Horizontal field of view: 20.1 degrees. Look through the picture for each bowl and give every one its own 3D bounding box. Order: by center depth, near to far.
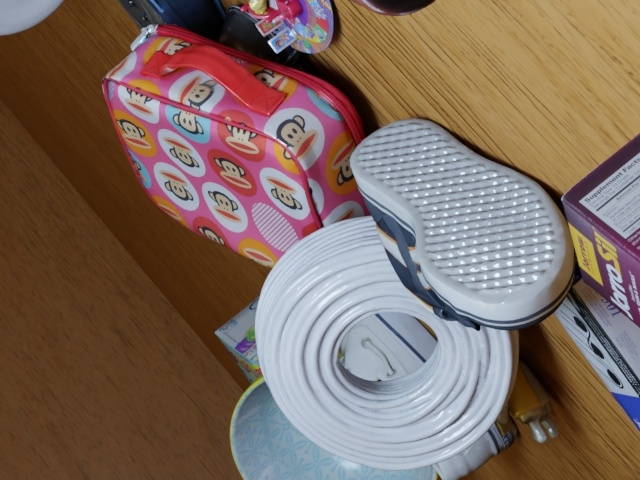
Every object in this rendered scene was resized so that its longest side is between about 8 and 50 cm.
[{"bbox_3d":[0.036,0.250,2.464,0.289,0.289,0.156,56,-149,-18],"label":"bowl"}]

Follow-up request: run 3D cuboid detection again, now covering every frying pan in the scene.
[{"bbox_3d":[-0.026,-0.155,1.847,0.197,0.053,0.326,53,171,-15],"label":"frying pan"}]

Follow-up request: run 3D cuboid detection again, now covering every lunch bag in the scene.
[{"bbox_3d":[-0.083,-0.099,1.816,0.293,0.120,0.258,23,151,34],"label":"lunch bag"}]

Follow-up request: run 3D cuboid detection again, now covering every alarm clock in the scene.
[{"bbox_3d":[-0.194,-0.278,2.087,0.129,0.064,0.192,42,168,40],"label":"alarm clock"}]

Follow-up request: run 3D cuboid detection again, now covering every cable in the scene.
[{"bbox_3d":[0.064,0.102,1.746,0.089,0.257,0.257,-90,0,-65],"label":"cable"},{"bbox_3d":[0.160,0.084,1.881,0.139,0.072,0.287,-16,-100,-87],"label":"cable"}]

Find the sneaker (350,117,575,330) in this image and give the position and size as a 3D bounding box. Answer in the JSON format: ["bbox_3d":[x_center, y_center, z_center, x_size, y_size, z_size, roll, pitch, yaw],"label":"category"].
[{"bbox_3d":[0.133,0.008,1.521,0.127,0.126,0.321,64,175,-31],"label":"sneaker"}]

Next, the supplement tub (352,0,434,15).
[{"bbox_3d":[0.012,-0.236,1.288,0.198,0.106,0.106,37,161,50],"label":"supplement tub"}]

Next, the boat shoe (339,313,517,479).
[{"bbox_3d":[0.065,0.170,2.184,0.367,0.156,0.136,44,166,34],"label":"boat shoe"}]

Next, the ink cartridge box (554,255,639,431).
[{"bbox_3d":[0.266,0.106,1.488,0.207,0.046,0.097,53,170,-7],"label":"ink cartridge box"}]

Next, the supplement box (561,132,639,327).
[{"bbox_3d":[0.256,0.026,1.196,0.188,0.081,0.104,43,166,39],"label":"supplement box"}]

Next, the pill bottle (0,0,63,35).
[{"bbox_3d":[-0.479,-0.431,2.348,0.363,0.210,0.210,41,164,42],"label":"pill bottle"}]

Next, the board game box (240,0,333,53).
[{"bbox_3d":[-0.055,-0.239,1.663,0.168,0.033,0.133,52,158,4],"label":"board game box"}]

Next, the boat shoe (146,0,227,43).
[{"bbox_3d":[-0.154,-0.232,1.987,0.109,0.089,0.258,41,164,44],"label":"boat shoe"}]

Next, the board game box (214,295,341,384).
[{"bbox_3d":[-0.007,0.211,2.624,0.275,0.142,0.144,57,167,-25],"label":"board game box"}]
